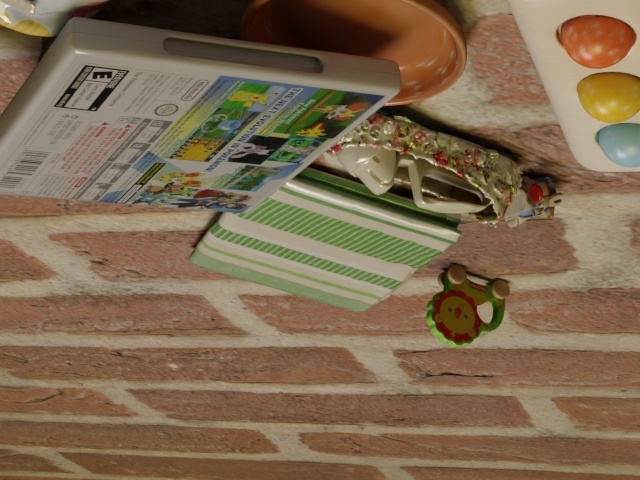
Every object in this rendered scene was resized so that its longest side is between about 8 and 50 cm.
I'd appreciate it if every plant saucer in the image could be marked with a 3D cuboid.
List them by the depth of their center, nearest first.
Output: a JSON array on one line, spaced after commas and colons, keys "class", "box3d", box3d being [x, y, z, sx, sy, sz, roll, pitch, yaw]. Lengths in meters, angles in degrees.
[{"class": "plant saucer", "box3d": [0.030, -0.181, 1.311, 0.200, 0.037, 0.200, 8, 156, 4]}]

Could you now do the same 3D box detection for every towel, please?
[{"class": "towel", "box3d": [0.000, 0.000, 1.750, 0.247, 0.038, 0.325, 16, 158, -12]}]

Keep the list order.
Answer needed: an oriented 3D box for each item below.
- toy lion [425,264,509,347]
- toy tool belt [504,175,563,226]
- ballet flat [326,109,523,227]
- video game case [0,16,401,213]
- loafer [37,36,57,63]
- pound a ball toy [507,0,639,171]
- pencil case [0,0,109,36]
[{"class": "toy lion", "box3d": [0.174, 0.084, 1.798, 0.100, 0.096, 0.034, 18, 156, -21]}, {"class": "toy tool belt", "box3d": [0.223, -0.046, 1.550, 0.051, 0.052, 0.083, -16, 172, -27]}, {"class": "ballet flat", "box3d": [0.090, -0.075, 1.484, 0.241, 0.077, 0.091, 16, 157, -13]}, {"class": "video game case", "box3d": [-0.135, -0.102, 1.368, 0.300, 0.036, 0.329, 4, 160, -27]}, {"class": "loafer", "box3d": [-0.247, -0.124, 1.482, 0.094, 0.087, 0.251, 9, 157, 0]}, {"class": "pound a ball toy", "box3d": [0.260, -0.164, 1.136, 0.208, 0.136, 0.319, 0, 156, 21]}, {"class": "pencil case", "box3d": [-0.163, -0.245, 1.129, 0.124, 0.114, 0.273, -23, -178, -42]}]
